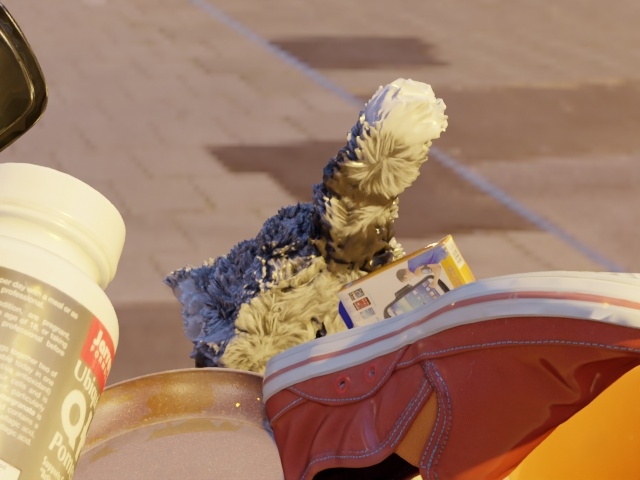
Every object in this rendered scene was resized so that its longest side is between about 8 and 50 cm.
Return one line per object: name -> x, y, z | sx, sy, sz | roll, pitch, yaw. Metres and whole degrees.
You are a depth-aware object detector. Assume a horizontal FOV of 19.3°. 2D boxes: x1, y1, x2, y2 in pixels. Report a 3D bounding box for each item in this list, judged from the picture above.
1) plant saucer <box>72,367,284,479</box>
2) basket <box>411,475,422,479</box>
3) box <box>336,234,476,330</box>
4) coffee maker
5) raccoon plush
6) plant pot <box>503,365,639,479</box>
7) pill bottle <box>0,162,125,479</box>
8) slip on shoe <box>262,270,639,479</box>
plant saucer -> -0.134, 0.218, 1.631 | 0.310, 0.050, 0.310 | -8, 29, 5
basket -> 0.096, 0.297, 1.816 | 0.289, 0.255, 0.201 | 6, 5, 18
box -> 0.080, 0.059, 1.744 | 0.136, 0.081, 0.028 | -27, 7, 22
coffee maker -> -0.268, -0.131, 1.274 | 0.178, 0.171, 0.120 | 20, -14, 49
raccoon plush -> 0.000, 0.000, 2.059 | 0.216, 0.446, 0.299 | 29, 14, -26
plant pot -> 0.247, 0.196, 1.191 | 0.290, 0.203, 0.291 | -1, 38, 1
pill bottle -> -0.252, 0.106, 1.397 | 0.176, 0.176, 0.319 | 5, 57, 17
slip on shoe -> 0.087, 0.082, 0.993 | 0.123, 0.101, 0.331 | 7, -19, -38
